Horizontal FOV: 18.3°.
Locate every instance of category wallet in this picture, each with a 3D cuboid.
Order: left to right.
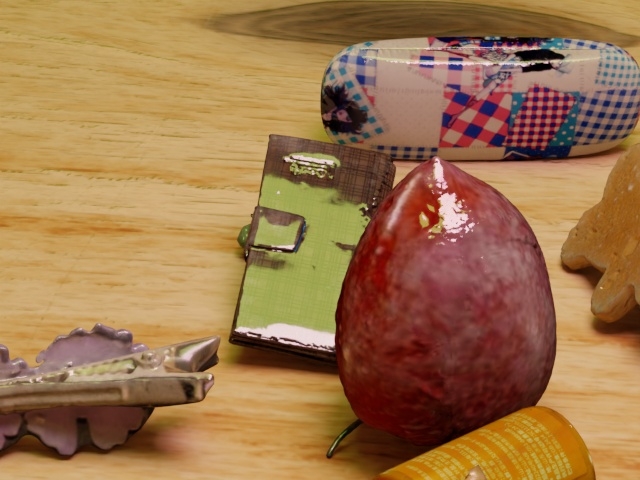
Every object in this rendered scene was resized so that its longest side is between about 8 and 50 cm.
[{"bbox_3d":[-0.005,0.006,1.765,0.124,0.042,0.230,11,56,-1],"label":"wallet"}]

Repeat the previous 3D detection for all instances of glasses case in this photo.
[{"bbox_3d":[0.163,-0.143,2.011,0.327,0.125,0.076,0,40,-2],"label":"glasses case"}]

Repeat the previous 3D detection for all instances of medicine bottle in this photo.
[{"bbox_3d":[0.107,0.198,1.482,0.192,0.096,0.096,-21,38,-30],"label":"medicine bottle"}]

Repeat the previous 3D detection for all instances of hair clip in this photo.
[{"bbox_3d":[-0.221,0.124,1.586,0.292,0.106,0.084,-7,19,-5],"label":"hair clip"}]

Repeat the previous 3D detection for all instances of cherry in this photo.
[{"bbox_3d":[0.097,0.049,1.581,0.192,0.250,0.175,-18,27,-31],"label":"cherry"}]

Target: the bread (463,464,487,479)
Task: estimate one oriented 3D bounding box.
[{"bbox_3d":[0.020,0.313,1.156,0.279,0.248,0.315,-7,29,-16],"label":"bread"}]

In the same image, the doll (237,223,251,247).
[{"bbox_3d":[0.000,0.000,1.834,0.115,0.077,0.150,-34,56,-28],"label":"doll"}]

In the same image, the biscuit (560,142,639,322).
[{"bbox_3d":[0.288,0.003,1.762,0.030,0.153,0.234,30,8,-21],"label":"biscuit"}]
